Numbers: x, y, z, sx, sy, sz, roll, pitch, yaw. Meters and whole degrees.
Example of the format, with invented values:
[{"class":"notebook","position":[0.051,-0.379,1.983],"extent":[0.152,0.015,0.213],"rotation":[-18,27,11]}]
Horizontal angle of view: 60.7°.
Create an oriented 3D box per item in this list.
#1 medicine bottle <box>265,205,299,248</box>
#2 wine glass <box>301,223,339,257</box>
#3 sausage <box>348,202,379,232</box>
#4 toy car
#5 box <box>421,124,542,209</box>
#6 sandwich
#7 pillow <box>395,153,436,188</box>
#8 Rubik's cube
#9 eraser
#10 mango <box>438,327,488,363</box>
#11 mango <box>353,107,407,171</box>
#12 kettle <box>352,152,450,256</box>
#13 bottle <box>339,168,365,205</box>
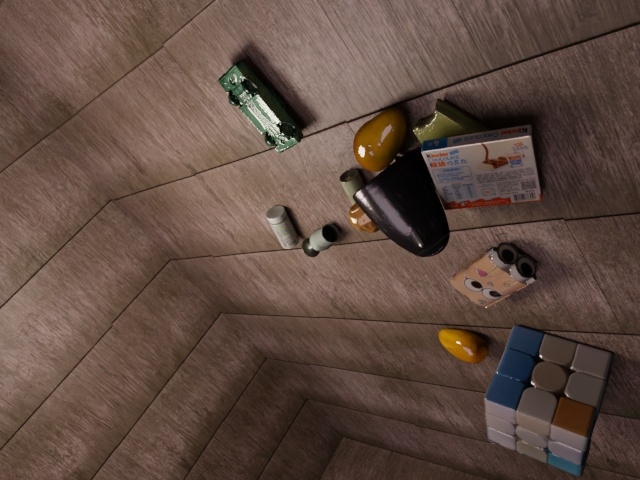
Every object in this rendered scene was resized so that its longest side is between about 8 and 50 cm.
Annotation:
[{"class":"medicine bottle","position":[-0.159,-0.054,2.322],"extent":[0.086,0.086,0.183],"rotation":[12,142,35]},{"class":"wine glass","position":[0.000,0.000,2.232],"extent":[0.093,0.093,0.202],"rotation":[41,149,-8]},{"class":"sausage","position":[0.199,-0.111,1.812],"extent":[0.241,0.120,0.136],"rotation":[-32,113,34]},{"class":"toy car","position":[-0.188,-0.439,1.801],"extent":[0.320,0.097,0.141],"rotation":[48,147,-18]},{"class":"box","position":[0.436,-0.185,1.460],"extent":[0.273,0.048,0.265],"rotation":[-4,146,25]},{"class":"sandwich","position":[0.354,-0.267,1.540],"extent":[0.212,0.063,0.245],"rotation":[35,150,8]},{"class":"pillow","position":[0.293,-0.209,1.687],"extent":[0.090,0.048,0.150],"rotation":[-11,128,49]},{"class":"Rubik's cube","position":[0.811,0.568,1.962],"extent":[0.347,0.344,0.346],"rotation":[15,145,29]},{"class":"eraser","position":[0.571,0.117,1.824],"extent":[0.171,0.087,0.290],"rotation":[34,150,0]},{"class":"mango","position":[0.578,0.422,2.231],"extent":[0.219,0.112,0.144],"rotation":[23,150,43]},{"class":"mango","position":[0.174,-0.299,1.616],"extent":[0.138,0.113,0.253],"rotation":[34,148,3]},{"class":"kettle","position":[0.270,-0.091,1.612],"extent":[0.207,0.268,0.290],"rotation":[-40,90,26]},{"class":"bottle","position":[0.137,-0.150,1.903],"extent":[0.072,0.072,0.201],"rotation":[6,139,40]}]
